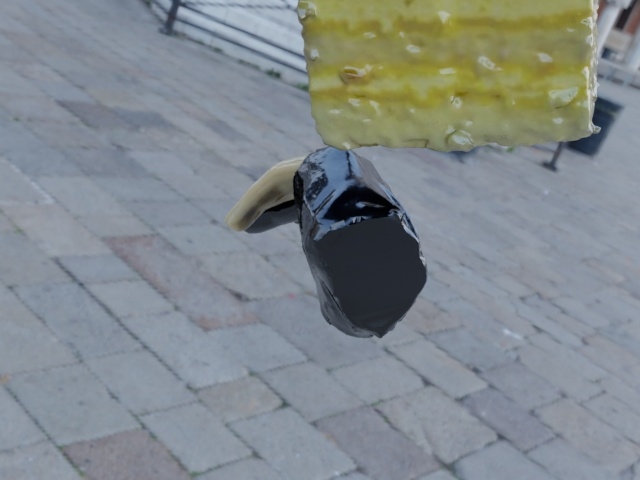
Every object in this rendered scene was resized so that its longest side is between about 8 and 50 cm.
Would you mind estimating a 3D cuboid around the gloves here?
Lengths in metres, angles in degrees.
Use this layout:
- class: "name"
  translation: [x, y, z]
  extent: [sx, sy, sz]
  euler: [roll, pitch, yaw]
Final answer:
- class: "gloves"
  translation: [0.008, -0.002, 0.896]
  extent: [0.152, 0.197, 0.301]
  euler: [-34, 27, -23]

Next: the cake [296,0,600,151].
- class: "cake"
  translation: [0.107, -0.240, 0.692]
  extent: [0.222, 0.286, 0.227]
  euler: [1, 31, 18]
